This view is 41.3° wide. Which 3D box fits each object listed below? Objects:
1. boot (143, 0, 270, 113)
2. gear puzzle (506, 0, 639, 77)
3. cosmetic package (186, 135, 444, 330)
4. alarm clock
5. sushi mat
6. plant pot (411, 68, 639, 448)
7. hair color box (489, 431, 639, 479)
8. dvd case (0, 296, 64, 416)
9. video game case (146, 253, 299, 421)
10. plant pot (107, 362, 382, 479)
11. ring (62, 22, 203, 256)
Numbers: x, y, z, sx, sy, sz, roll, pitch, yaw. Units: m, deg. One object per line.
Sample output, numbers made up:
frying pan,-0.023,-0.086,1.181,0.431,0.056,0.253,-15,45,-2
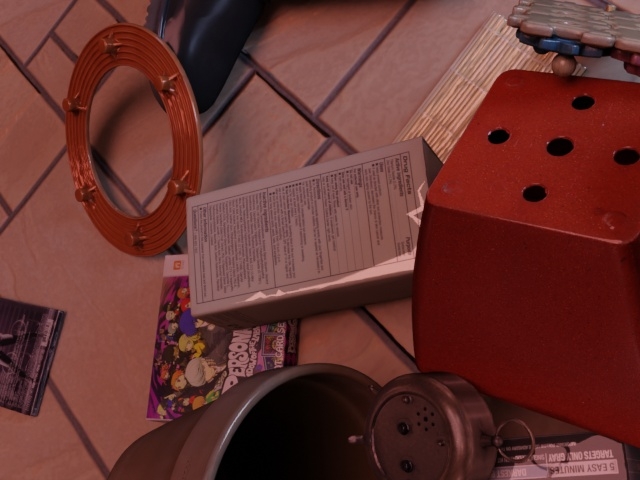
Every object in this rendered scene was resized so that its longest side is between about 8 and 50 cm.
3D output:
boot,-0.008,-0.350,1.161,0.445,0.146,0.366,2,78,26
gear puzzle,0.281,-0.206,0.857,0.176,0.339,0.044,13,113,12
cosmetic package,0.000,0.000,1.014,0.310,0.113,0.160,-11,71,20
alarm clock,0.117,0.190,0.812,0.192,0.064,0.129,-11,78,39
sushi mat,0.173,-0.126,1.050,0.151,0.019,0.316,42,97,33
plant pot,0.236,-0.006,0.794,0.267,0.235,0.267,15,58,32
hair color box,0.232,0.378,0.805,0.185,0.114,0.374,-12,70,26
dvd case,-0.506,0.174,1.343,0.221,0.018,0.164,7,80,30
video game case,-0.127,0.128,1.127,0.210,0.042,0.232,-4,73,28
plant pot,-0.088,0.300,0.921,0.280,0.323,0.323,-12,69,43
ring,-0.284,-0.140,1.218,0.337,0.032,0.336,11,107,41
